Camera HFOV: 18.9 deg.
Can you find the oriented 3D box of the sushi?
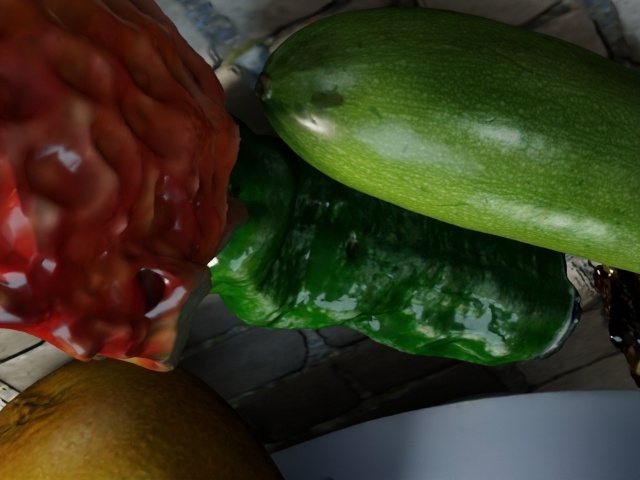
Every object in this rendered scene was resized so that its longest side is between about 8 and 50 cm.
[{"bbox_3d":[0.214,0.039,1.199,0.098,0.084,0.094,-9,153,-5],"label":"sushi"}]

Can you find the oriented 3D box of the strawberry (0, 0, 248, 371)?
[{"bbox_3d":[-0.188,-0.061,0.753,0.336,0.149,0.265,19,179,-26],"label":"strawberry"}]

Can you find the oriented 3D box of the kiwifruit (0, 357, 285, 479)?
[{"bbox_3d":[-0.103,0.183,1.123,0.196,0.196,0.234,-25,107,13],"label":"kiwifruit"}]

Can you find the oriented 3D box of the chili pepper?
[{"bbox_3d":[0.000,0.000,0.989,0.270,0.136,0.099,12,115,-42],"label":"chili pepper"}]

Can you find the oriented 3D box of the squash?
[{"bbox_3d":[0.132,-0.044,0.999,0.395,0.107,0.107,16,136,-42],"label":"squash"}]

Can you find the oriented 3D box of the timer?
[{"bbox_3d":[0.133,0.194,1.305,0.395,0.173,0.395,-6,158,-2],"label":"timer"}]
